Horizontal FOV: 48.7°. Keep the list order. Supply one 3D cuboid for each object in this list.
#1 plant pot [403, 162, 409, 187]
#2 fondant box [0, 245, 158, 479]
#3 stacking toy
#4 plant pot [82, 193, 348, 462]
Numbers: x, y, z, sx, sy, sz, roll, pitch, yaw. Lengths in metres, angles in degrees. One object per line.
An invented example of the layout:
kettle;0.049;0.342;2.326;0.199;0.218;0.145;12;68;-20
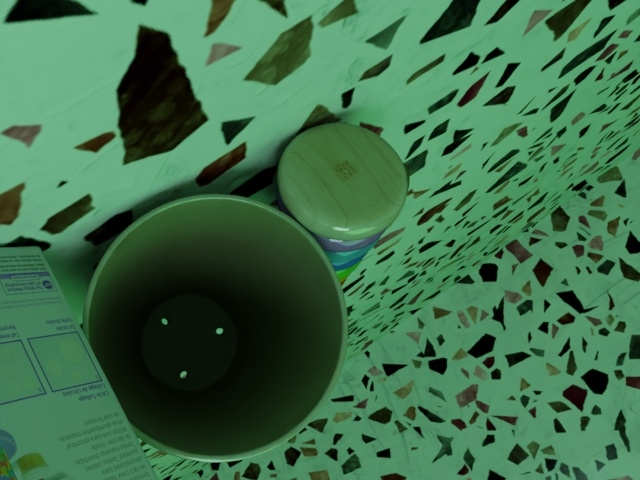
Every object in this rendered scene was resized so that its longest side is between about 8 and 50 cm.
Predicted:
plant pot;0.042;-0.028;1.057;0.236;0.032;0.236;-30;162;-11
fondant box;-0.261;0.163;0.517;0.096;0.330;0.238;-44;159;26
stacking toy;0.000;0.000;0.882;0.141;0.141;0.330;-28;162;-21
plant pot;-0.132;0.105;0.804;0.256;0.257;0.274;-28;178;-20
